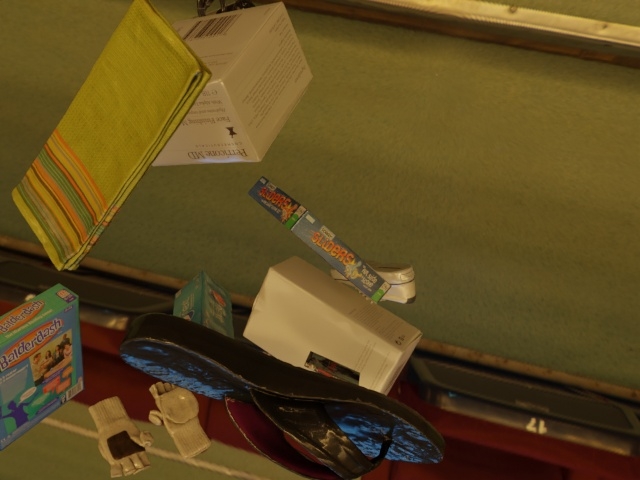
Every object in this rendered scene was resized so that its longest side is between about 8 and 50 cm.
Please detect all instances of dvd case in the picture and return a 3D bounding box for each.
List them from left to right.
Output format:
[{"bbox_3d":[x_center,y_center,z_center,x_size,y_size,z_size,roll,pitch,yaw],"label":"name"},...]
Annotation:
[{"bbox_3d":[0.026,0.272,1.306,0.119,0.087,0.013,22,97,4],"label":"dvd case"}]

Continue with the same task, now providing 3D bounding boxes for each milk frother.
[{"bbox_3d":[-0.217,-0.436,1.238,0.135,0.129,0.143,-5,137,36],"label":"milk frother"}]

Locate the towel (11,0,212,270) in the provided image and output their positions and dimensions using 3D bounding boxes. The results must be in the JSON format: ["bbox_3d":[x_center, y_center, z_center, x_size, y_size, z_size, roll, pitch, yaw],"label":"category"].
[{"bbox_3d":[-0.191,-0.086,0.537,0.102,0.021,0.237,49,114,13],"label":"towel"}]

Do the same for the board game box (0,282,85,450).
[{"bbox_3d":[-0.431,0.187,0.921,0.047,0.160,0.210,28,128,20],"label":"board game box"}]

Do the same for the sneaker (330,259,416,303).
[{"bbox_3d":[0.114,0.100,1.427,0.258,0.094,0.091,5,108,56],"label":"sneaker"}]

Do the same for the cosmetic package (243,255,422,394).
[{"bbox_3d":[0.022,0.228,1.538,0.385,0.156,0.217,33,114,18],"label":"cosmetic package"}]

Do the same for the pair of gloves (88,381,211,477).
[{"bbox_3d":[-0.392,0.426,1.440,0.204,0.240,0.042,59,146,33],"label":"pair of gloves"}]

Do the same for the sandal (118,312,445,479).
[{"bbox_3d":[-0.049,0.230,0.795,0.446,0.107,0.167,24,145,-13],"label":"sandal"}]

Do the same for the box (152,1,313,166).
[{"bbox_3d":[-0.135,-0.197,0.797,0.181,0.182,0.119,1,137,29],"label":"box"}]

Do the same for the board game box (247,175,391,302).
[{"bbox_3d":[0.000,0.000,0.869,0.035,0.136,0.201,-49,130,-1],"label":"board game box"}]

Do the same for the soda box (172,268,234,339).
[{"bbox_3d":[-0.182,0.127,0.962,0.067,0.210,0.071,-42,112,7],"label":"soda box"}]
